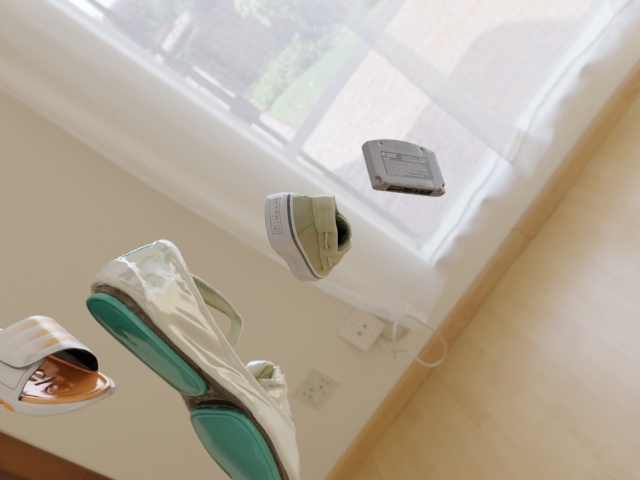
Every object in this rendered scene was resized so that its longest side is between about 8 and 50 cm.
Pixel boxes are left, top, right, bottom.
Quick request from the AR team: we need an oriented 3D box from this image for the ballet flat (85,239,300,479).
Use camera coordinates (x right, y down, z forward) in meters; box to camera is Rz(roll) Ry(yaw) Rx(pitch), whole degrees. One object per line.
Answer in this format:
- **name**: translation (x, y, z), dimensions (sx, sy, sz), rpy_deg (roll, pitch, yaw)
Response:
- **ballet flat**: translation (-0.116, 0.164, 0.772), dimensions (0.139, 0.400, 0.139), rpy_deg (-26, 25, 13)

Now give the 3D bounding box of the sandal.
- **sandal**: translation (-0.349, 0.122, 0.719), dimensions (0.102, 0.265, 0.076), rpy_deg (-18, -61, -58)

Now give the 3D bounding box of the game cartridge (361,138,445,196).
- **game cartridge**: translation (0.079, -0.070, 0.601), dimensions (0.017, 0.083, 0.056), rpy_deg (-42, 51, 51)

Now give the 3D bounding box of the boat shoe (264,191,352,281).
- **boat shoe**: translation (0.000, 0.000, 0.918), dimensions (0.302, 0.094, 0.109), rpy_deg (40, -133, -76)
